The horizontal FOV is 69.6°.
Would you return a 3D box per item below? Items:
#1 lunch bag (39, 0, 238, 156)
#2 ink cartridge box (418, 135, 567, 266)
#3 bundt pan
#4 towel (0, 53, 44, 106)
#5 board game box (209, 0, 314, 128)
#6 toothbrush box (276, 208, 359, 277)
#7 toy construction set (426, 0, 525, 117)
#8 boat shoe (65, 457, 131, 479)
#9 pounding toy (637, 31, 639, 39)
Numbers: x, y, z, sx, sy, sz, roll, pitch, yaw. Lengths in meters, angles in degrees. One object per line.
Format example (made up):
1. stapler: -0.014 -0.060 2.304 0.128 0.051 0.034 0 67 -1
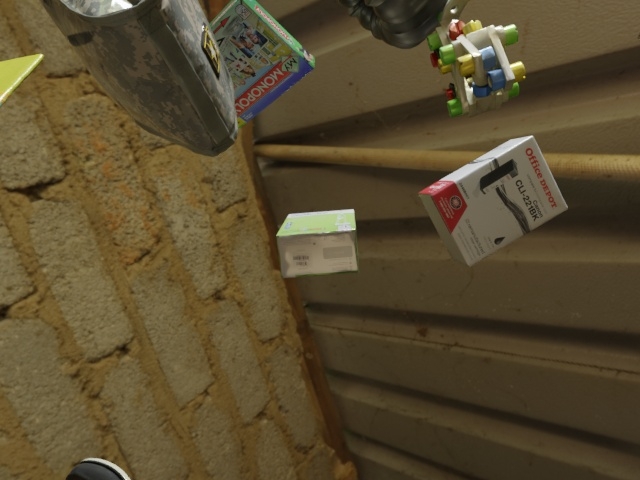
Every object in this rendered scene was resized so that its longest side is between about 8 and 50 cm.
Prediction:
1. lunch bag: -0.238 -0.271 0.660 0.287 0.169 0.235 39 -16 33
2. ink cartridge box: 0.406 -0.094 1.094 0.197 0.272 0.114 60 -1 -8
3. bundt pan: 0.117 -0.532 0.965 0.331 0.330 0.124 45 -78 16
4. towel: -0.519 -0.228 0.719 0.102 0.237 0.021 -9 -46 3
5. board game box: -0.199 -0.385 1.060 0.317 0.046 0.213 -27 -44 35
6. toothbrush box: 0.000 0.000 1.295 0.205 0.283 0.122 -5 -75 3
7. toy construction set: 0.263 -0.359 0.817 0.150 0.328 0.215 -4 -25 18
8. boat shoe: -0.168 0.225 0.373 0.132 0.042 0.049 24 -71 28
9. pounding toy: 0.731 -0.406 0.845 0.110 0.183 0.237 -35 -122 9
